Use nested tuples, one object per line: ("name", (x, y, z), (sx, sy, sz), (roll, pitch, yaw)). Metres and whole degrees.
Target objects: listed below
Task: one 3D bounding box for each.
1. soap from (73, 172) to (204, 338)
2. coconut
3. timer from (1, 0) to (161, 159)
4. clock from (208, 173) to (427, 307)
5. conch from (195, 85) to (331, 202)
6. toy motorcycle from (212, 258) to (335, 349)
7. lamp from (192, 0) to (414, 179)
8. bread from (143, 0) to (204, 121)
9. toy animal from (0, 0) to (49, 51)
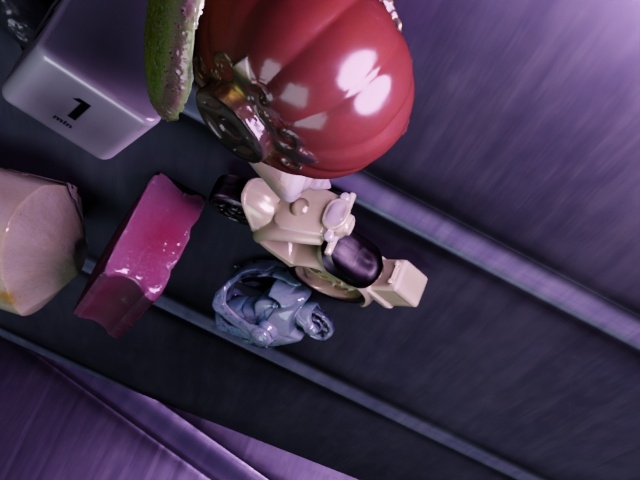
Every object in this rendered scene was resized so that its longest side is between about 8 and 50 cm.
("soap", (-0.368, 0.041, 2.108), (0.128, 0.233, 0.359), (29, 154, -12))
("coconut", (-0.628, -0.003, 2.160), (0.323, 0.323, 0.323), (18, 154, 9))
("timer", (-0.316, -0.260, 1.523), (0.194, 0.192, 0.195), (33, 153, -21))
("clock", (0.000, 0.000, 1.884), (0.277, 0.120, 0.379), (2, 153, 43))
("conch", (-0.074, -0.173, 1.624), (0.255, 0.127, 0.158), (50, 180, -7))
("toy motorcycle", (-0.104, 0.137, 2.206), (0.260, 0.154, 0.206), (-12, 115, 40))
("lamp", (-0.025, -0.216, 1.284), (0.303, 0.257, 0.303), (41, 161, 17))
("bread", (-0.175, -0.292, 1.250), (0.045, 0.301, 0.301), (3, 159, -17))
("toy animal", (-0.433, -0.324, 1.617), (0.117, 0.121, 0.210), (1, 146, 1))
